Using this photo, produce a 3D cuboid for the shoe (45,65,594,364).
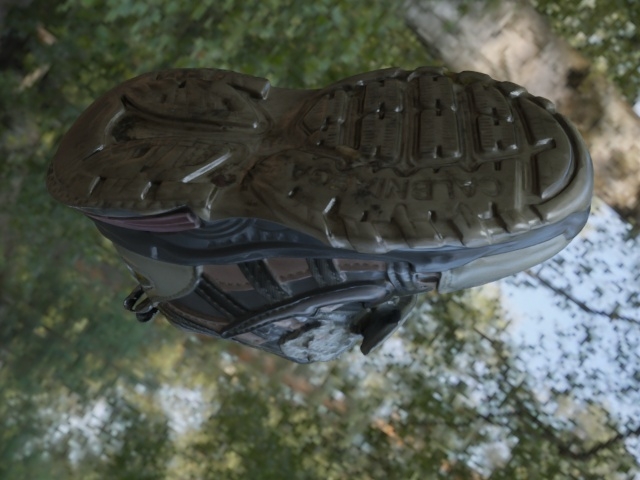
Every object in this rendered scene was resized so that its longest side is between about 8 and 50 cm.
[{"bbox_3d":[0.000,0.000,0.419,0.180,0.092,0.089,3,-138,13],"label":"shoe"}]
